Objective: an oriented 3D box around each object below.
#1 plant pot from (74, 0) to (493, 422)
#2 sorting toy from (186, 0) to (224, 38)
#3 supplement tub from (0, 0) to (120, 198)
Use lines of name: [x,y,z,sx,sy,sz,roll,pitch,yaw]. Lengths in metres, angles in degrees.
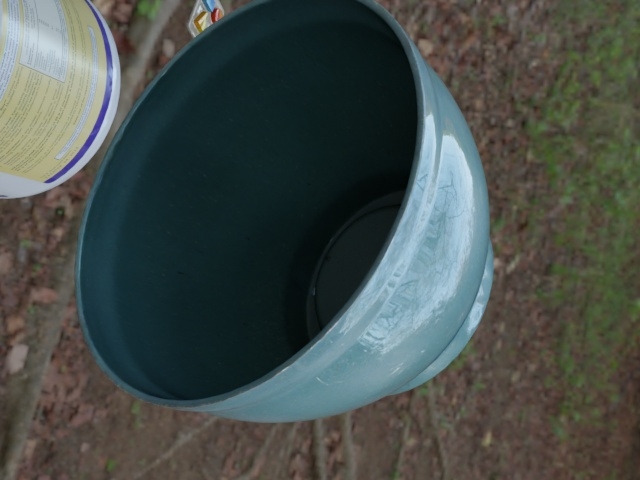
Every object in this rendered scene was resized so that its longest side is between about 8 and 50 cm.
plant pot: [0.000,0.000,0.746,0.196,0.293,0.293,32,68,-45]
sorting toy: [-0.100,-0.199,0.990,0.083,0.012,0.062,61,40,-65]
supplement tub: [-0.356,-0.172,0.973,0.331,0.241,0.241,17,83,-74]
